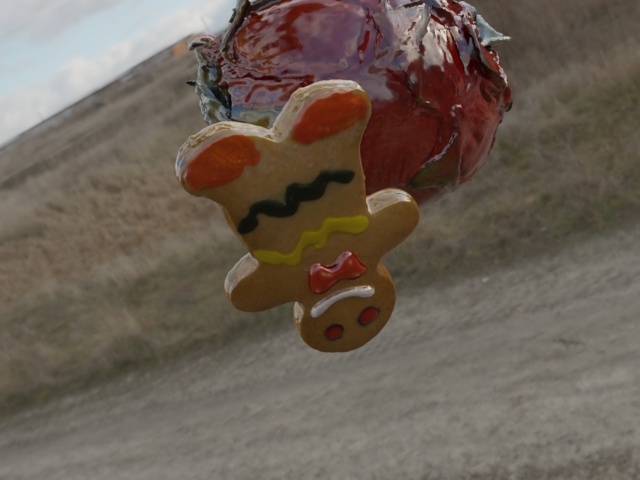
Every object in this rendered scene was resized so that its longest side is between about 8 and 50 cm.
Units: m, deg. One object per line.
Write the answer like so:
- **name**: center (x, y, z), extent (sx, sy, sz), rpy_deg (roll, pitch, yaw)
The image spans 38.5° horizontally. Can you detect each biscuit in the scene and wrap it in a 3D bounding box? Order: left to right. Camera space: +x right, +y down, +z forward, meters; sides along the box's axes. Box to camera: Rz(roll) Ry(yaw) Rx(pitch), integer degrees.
- **biscuit**: center (0.000, 0.000, 0.697), extent (0.165, 0.250, 0.036), rpy_deg (-25, 40, -6)

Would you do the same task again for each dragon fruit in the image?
- **dragon fruit**: center (0.041, -0.155, 0.967), extent (0.342, 0.277, 0.277), rpy_deg (-19, 11, -13)
